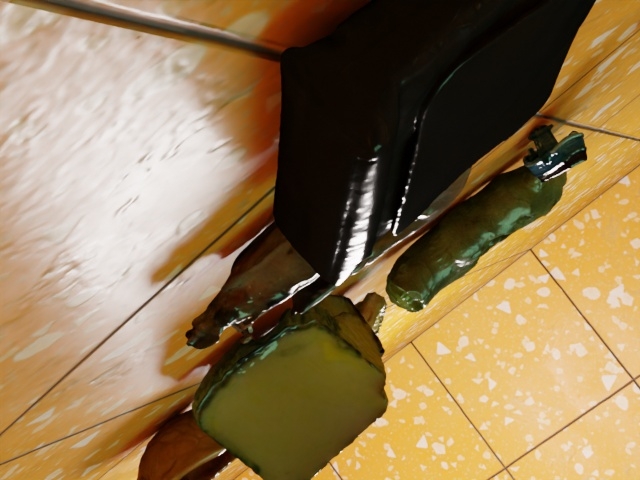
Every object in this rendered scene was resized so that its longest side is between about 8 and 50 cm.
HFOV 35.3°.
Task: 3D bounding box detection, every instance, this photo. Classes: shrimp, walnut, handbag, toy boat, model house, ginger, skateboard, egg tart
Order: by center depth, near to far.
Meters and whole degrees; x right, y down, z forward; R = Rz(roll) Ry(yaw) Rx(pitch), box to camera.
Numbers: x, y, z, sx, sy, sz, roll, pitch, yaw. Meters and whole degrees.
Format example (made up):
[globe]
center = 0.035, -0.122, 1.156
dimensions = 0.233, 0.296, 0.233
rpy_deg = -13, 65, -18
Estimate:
[handbag]
center = 0.068, -0.095, 0.570
dimensions = 0.223, 0.080, 0.247
rpy_deg = -41, 169, -15
[shrimp]
center = 0.009, 0.000, 0.780
dimensions = 0.254, 0.059, 0.145
rpy_deg = -40, 160, 18
[skateboard]
center = -0.053, 0.060, 0.962
dimensions = 0.083, 0.032, 0.064
rpy_deg = -34, 159, -2
[toy boat]
center = 0.271, -0.106, 1.184
dimensions = 0.060, 0.061, 0.137
rpy_deg = -27, 177, -4
[model house]
center = -0.033, 0.143, 1.188
dimensions = 0.194, 0.170, 0.211
rpy_deg = -46, -165, 14
[walnut]
center = -0.171, 0.271, 1.318
dimensions = 0.167, 0.087, 0.211
rpy_deg = -19, 159, -39
[ginger]
center = 0.202, -0.011, 1.324
dimensions = 0.290, 0.089, 0.137
rpy_deg = -43, 150, 9
[egg tart]
center = 0.027, 0.153, 1.357
dimensions = 0.191, 0.074, 0.191
rpy_deg = 20, 90, -81
